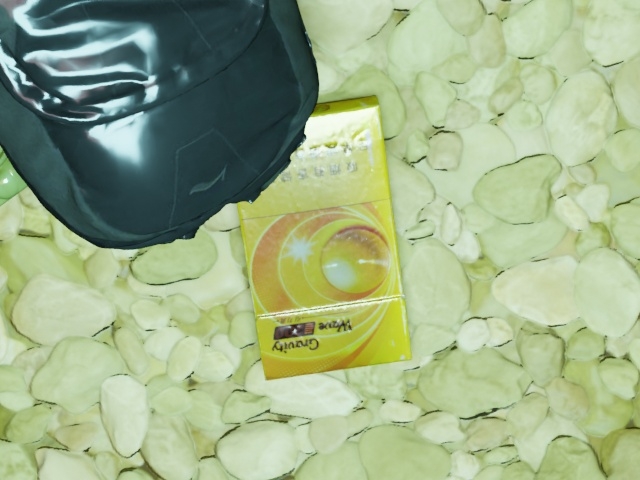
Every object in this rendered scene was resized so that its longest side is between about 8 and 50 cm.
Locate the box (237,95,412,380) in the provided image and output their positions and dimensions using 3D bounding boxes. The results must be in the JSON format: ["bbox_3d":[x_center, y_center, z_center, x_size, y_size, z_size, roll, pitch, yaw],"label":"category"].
[{"bbox_3d":[0.000,0.000,1.883,0.152,0.043,0.269,-7,111,1],"label":"box"}]

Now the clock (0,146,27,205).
[{"bbox_3d":[-0.358,-0.125,1.776,0.170,0.069,0.232,-35,125,14],"label":"clock"}]

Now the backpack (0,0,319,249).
[{"bbox_3d":[-0.175,-0.199,1.675,0.363,0.255,0.445,-27,110,-13],"label":"backpack"}]
